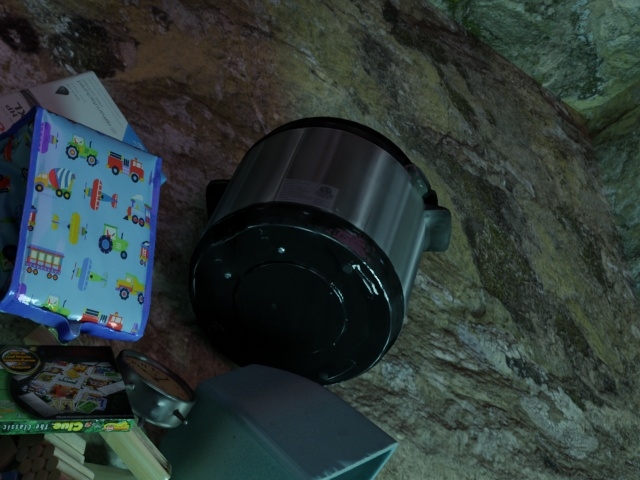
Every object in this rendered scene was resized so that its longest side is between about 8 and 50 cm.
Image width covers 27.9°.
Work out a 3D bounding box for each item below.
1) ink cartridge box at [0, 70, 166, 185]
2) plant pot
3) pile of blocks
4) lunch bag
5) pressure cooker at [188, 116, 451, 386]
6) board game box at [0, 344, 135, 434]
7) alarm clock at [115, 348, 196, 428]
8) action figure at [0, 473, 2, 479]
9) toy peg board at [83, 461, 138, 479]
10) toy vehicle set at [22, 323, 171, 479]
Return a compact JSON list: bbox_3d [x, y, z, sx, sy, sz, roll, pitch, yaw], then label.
[{"bbox_3d":[-0.415,-0.114,1.969,0.223,0.129,0.307,56,32,1],"label":"ink cartridge box"},{"bbox_3d":[-0.088,0.325,1.907,0.252,0.248,0.247,44,27,22],"label":"plant pot"},{"bbox_3d":[-0.353,0.303,1.632,0.112,0.149,0.362,49,2,-45],"label":"pile of blocks"},{"bbox_3d":[-0.333,0.000,1.745,0.221,0.138,0.293,22,52,-43],"label":"lunch bag"},{"bbox_3d":[0.002,-0.005,2.198,0.370,0.375,0.420,42,35,-16],"label":"pressure cooker"},{"bbox_3d":[-0.370,0.183,1.596,0.260,0.030,0.136,4,41,-28],"label":"board game box"},{"bbox_3d":[-0.247,0.209,1.846,0.129,0.064,0.192,33,9,-15],"label":"alarm clock"},{"bbox_3d":[-0.431,0.295,1.537,0.137,0.063,0.232,22,43,-44],"label":"action figure"},{"bbox_3d":[-0.300,0.387,1.730,0.161,0.079,0.160,22,29,-44],"label":"toy peg board"},{"bbox_3d":[-0.303,0.227,1.769,0.267,0.035,0.166,50,-8,-1],"label":"toy vehicle set"}]
